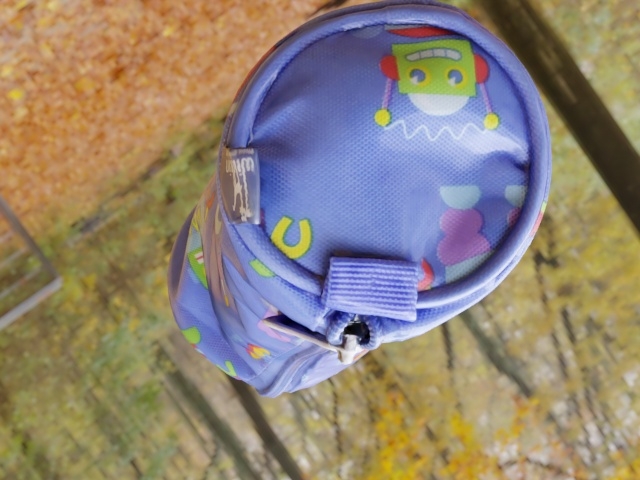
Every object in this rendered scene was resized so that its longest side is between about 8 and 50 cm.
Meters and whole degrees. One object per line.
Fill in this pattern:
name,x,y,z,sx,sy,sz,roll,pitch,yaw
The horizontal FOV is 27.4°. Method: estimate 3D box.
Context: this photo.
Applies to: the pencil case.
pencil case,0.000,0.000,0.586,0.306,0.119,0.133,135,-31,-75
